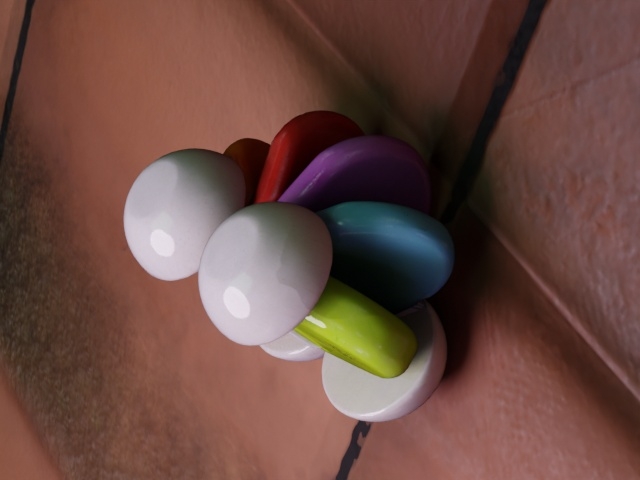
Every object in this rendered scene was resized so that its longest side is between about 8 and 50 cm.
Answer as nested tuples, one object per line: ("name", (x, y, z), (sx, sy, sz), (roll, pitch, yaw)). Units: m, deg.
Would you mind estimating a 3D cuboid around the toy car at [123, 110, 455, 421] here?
("toy car", (0.000, 0.000, 0.882), (0.136, 0.159, 0.182), (-54, 41, -2))
